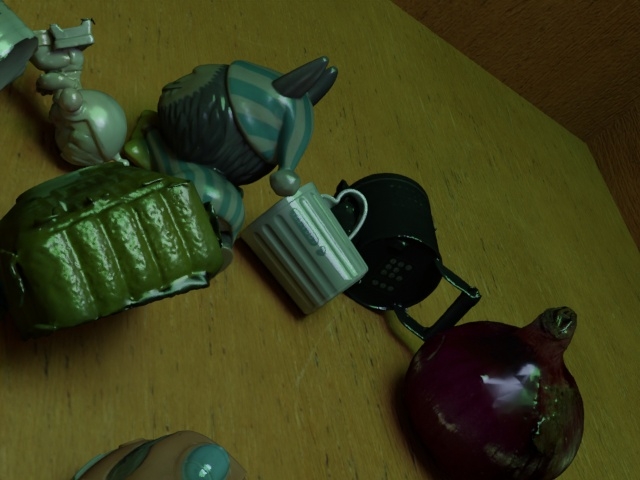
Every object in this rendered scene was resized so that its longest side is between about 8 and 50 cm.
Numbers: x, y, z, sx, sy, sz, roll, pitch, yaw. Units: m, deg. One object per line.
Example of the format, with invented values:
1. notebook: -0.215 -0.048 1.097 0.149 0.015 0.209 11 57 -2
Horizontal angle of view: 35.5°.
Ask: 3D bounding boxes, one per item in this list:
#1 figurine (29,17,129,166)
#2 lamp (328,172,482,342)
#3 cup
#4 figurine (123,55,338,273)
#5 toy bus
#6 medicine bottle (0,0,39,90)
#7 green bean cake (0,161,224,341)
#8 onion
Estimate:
1. figurine: -0.394 -0.228 1.644 0.144 0.182 0.256 -23 101 -38
2. lamp: 0.147 0.000 2.054 0.374 0.205 0.272 33 35 -6
3. cup: -0.005 0.003 1.844 0.202 0.221 0.167 54 13 2
4. figurine: -0.138 -0.192 1.729 0.266 0.378 0.361 28 34 -33
5. toy bus: -0.162 0.357 1.191 0.287 0.232 0.194 51 31 1
6. medicine bottle: -0.601 -0.352 1.474 0.332 0.190 0.190 45 29 -7
7. green bean cake: -0.326 0.008 1.393 0.310 0.285 0.202 -20 95 -36
8. onion: 0.351 0.264 1.848 0.348 0.385 0.348 22 30 -14
